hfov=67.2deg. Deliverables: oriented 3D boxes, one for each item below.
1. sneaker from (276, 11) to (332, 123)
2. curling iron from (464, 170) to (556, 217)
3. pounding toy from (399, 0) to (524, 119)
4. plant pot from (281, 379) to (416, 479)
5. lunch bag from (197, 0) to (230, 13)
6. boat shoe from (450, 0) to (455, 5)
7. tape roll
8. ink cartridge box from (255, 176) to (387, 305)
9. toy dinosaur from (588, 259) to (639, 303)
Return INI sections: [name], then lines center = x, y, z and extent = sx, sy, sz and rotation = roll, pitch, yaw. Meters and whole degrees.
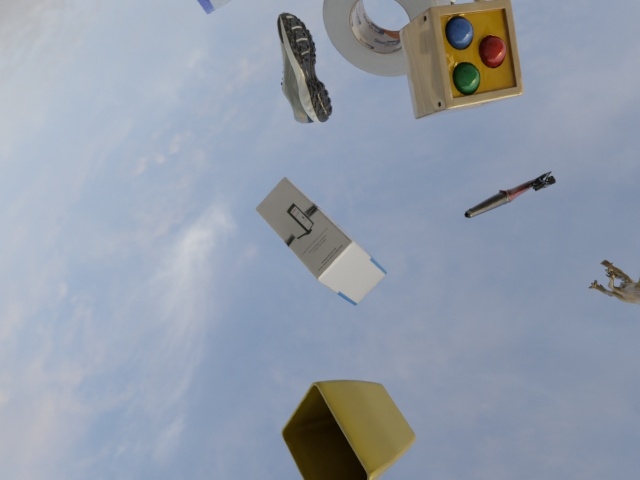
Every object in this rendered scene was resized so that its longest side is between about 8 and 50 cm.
[sneaker]
center = -0.063, -0.418, 1.192
extent = 0.108, 0.100, 0.271
rotation = -2, -67, 38
[curling iron]
center = 0.421, -0.104, 1.071
extent = 0.274, 0.068, 0.035
rotation = -20, -96, -23
[pounding toy]
center = 0.210, -0.289, 0.656
extent = 0.181, 0.094, 0.206
rotation = -15, -81, -18
[plant pot]
center = 0.071, 0.422, 1.030
extent = 0.212, 0.187, 0.212
rotation = 54, -48, 33
[lunch bag]
center = -0.089, -0.489, 0.582
extent = 0.328, 0.385, 0.239
rotation = -31, -107, 2
[boat shoe]
center = 0.320, -0.604, 1.266
extent = 0.046, 0.125, 0.038
rotation = 3, -76, -10
[tape roll]
center = 0.117, -0.406, 0.863
extent = 0.219, 0.219, 0.072
rotation = 6, -122, 30
[ink cartridge box]
center = 0.000, 0.000, 0.833
extent = 0.086, 0.148, 0.203
rotation = -47, -128, 4
[toy dinosaur]
center = 0.458, 0.077, 0.714
extent = 0.053, 0.183, 0.092
rotation = -55, -131, 8
